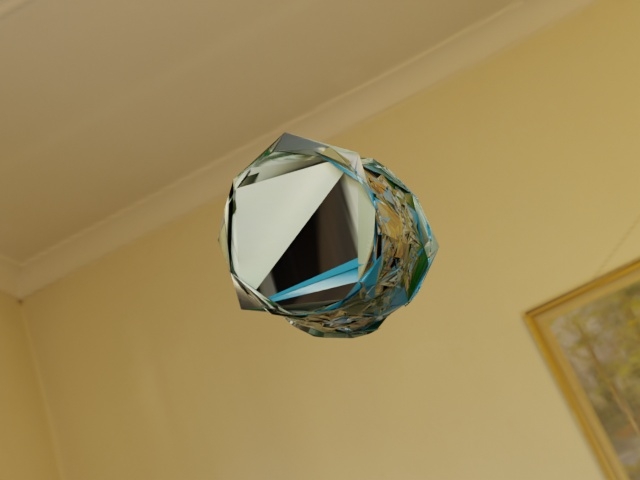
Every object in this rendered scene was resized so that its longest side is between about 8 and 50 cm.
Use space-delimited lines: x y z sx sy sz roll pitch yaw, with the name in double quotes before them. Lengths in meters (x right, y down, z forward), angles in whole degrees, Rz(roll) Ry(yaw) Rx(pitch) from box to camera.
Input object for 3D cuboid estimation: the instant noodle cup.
"instant noodle cup" 0.000 0.000 1.050 0.240 0.240 0.178 -27 -12 11
